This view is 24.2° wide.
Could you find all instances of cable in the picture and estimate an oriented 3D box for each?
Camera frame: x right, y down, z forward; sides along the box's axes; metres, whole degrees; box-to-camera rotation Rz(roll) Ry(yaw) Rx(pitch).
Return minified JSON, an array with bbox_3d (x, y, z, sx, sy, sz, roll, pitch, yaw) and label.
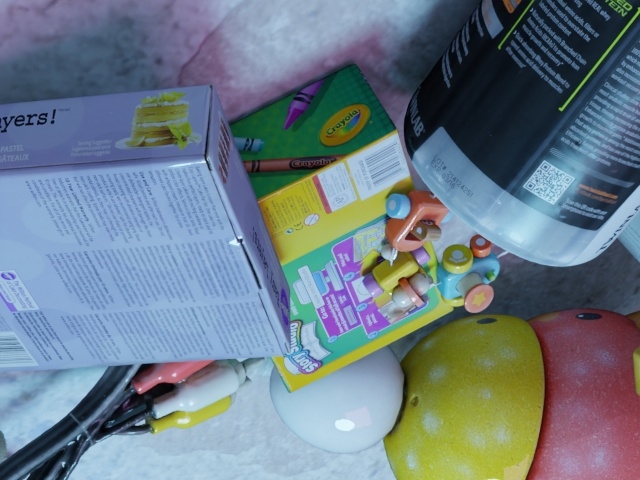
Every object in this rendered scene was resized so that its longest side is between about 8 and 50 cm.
[{"bbox_3d":[-0.171,0.152,1.245,0.287,0.072,0.139,-37,147,-26],"label":"cable"}]

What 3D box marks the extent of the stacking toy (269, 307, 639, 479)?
[{"bbox_3d":[0.184,0.177,1.408,0.480,0.350,0.350,15,130,-17],"label":"stacking toy"}]

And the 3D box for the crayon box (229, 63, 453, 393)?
[{"bbox_3d":[0.000,0.000,1.218,0.165,0.081,0.278,-27,145,-3],"label":"crayon box"}]

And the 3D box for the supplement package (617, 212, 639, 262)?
[{"bbox_3d":[0.328,-0.075,1.296,0.134,0.139,0.244,-32,145,-7],"label":"supplement package"}]

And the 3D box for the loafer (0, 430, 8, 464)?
[{"bbox_3d":[-0.296,0.256,1.318,0.092,0.102,0.268,-15,142,-10],"label":"loafer"}]

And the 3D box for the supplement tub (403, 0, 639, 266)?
[{"bbox_3d":[0.216,-0.149,1.084,0.194,0.193,0.316,6,133,-39],"label":"supplement tub"}]

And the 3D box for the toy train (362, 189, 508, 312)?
[{"bbox_3d":[0.105,0.012,1.195,0.166,0.046,0.125,9,129,-42],"label":"toy train"}]

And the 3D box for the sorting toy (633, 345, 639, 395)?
[{"bbox_3d":[0.394,0.018,1.298,0.348,0.047,0.196,-25,137,-23],"label":"sorting toy"}]

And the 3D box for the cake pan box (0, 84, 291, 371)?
[{"bbox_3d":[-0.161,0.006,1.048,0.246,0.070,0.267,-4,145,12],"label":"cake pan box"}]
